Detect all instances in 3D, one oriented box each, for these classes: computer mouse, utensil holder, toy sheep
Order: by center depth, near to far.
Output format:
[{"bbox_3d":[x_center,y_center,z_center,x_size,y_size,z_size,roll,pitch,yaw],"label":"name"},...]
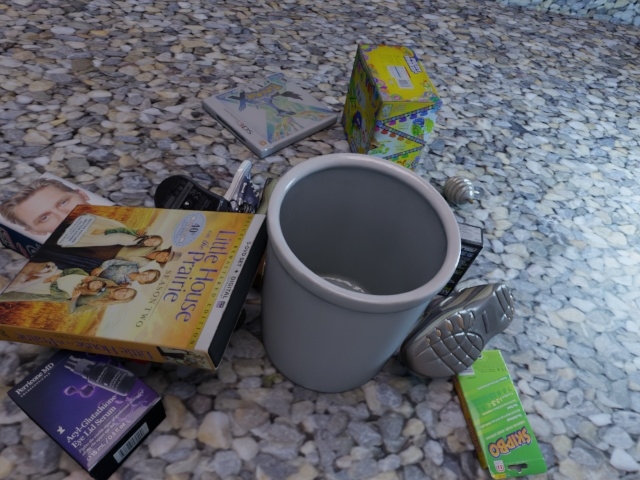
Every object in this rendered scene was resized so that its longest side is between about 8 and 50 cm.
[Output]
[{"bbox_3d":[0.048,0.082,0.905,0.328,0.385,0.327,5,50,-6],"label":"utensil holder"},{"bbox_3d":[-0.297,-0.062,1.143,0.272,0.072,0.188,34,86,21],"label":"computer mouse"},{"bbox_3d":[0.413,-0.145,1.365,0.091,0.091,0.132,-14,37,-22],"label":"toy sheep"}]

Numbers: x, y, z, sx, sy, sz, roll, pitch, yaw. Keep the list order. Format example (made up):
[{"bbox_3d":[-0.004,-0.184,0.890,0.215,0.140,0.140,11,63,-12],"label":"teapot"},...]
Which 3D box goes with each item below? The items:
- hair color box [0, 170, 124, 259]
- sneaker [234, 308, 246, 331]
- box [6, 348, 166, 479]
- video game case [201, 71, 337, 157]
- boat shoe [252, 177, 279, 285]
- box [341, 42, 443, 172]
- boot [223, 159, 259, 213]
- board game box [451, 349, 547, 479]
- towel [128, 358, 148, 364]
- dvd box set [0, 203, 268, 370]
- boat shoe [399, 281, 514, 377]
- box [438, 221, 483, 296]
[{"bbox_3d":[-0.528,-0.008,1.042,0.348,0.105,0.173,24,50,9],"label":"hair color box"},{"bbox_3d":[-0.308,0.139,0.983,0.287,0.109,0.130,1,39,-17],"label":"sneaker"},{"bbox_3d":[-0.405,0.292,0.818,0.207,0.108,0.153,32,52,14],"label":"box"},{"bbox_3d":[-0.160,-0.419,1.502,0.329,0.036,0.300,-33,64,-32],"label":"video game case"},{"bbox_3d":[-0.106,-0.030,1.141,0.120,0.122,0.323,14,50,-6],"label":"boat shoe"},{"bbox_3d":[0.195,-0.384,1.389,0.177,0.279,0.289,-2,52,-13],"label":"box"},{"bbox_3d":[-0.199,-0.131,1.245,0.086,0.069,0.189,21,58,-4],"label":"boot"},{"bbox_3d":[0.363,0.357,0.973,0.124,0.039,0.259,-1,48,-11],"label":"board game box"},{"bbox_3d":[-0.348,0.094,0.907,0.199,0.031,0.274,20,47,6],"label":"towel"},{"bbox_3d":[-0.331,0.061,0.834,0.421,0.062,0.307,4,46,14],"label":"dvd box set"},{"bbox_3d":[0.294,0.196,1.036,0.356,0.130,0.132,-18,98,-36],"label":"boat shoe"},{"bbox_3d":[0.212,0.027,1.095,0.270,0.216,0.060,13,51,-1],"label":"box"}]
